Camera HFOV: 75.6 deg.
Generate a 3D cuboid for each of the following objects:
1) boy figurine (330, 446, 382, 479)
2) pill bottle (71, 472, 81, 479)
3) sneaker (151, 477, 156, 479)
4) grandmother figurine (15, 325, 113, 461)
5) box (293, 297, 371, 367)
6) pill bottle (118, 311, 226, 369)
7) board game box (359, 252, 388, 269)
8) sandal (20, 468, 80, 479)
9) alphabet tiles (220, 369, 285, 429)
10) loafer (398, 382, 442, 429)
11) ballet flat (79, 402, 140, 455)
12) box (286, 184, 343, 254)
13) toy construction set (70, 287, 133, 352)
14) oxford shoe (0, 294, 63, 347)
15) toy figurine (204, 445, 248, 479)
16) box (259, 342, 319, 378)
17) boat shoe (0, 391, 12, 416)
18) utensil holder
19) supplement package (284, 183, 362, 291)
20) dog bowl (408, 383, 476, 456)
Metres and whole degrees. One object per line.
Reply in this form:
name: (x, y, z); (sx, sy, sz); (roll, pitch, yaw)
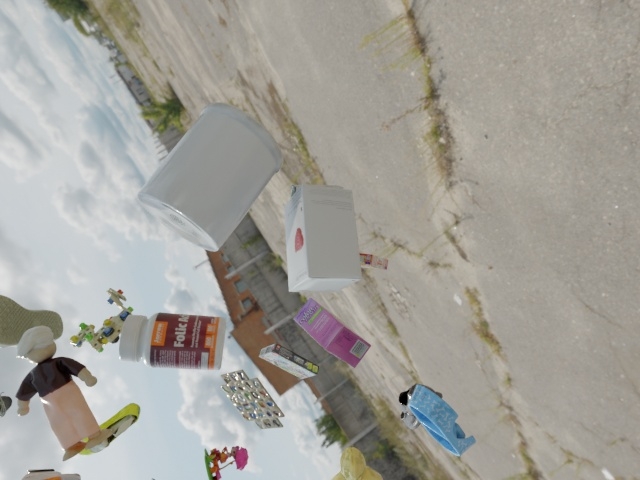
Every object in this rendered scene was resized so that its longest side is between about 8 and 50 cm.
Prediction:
boy figurine: (0.111, 0.780, 1.348); (0.092, 0.177, 0.285); (-92, -12, -53)
pill bottle: (-0.727, 0.733, 1.213); (0.083, 0.043, 0.043); (36, 159, 50)
sneaker: (-0.548, 0.853, 1.375); (0.072, 0.077, 0.178); (35, 145, -8)
grandmother figurine: (-0.686, 0.386, 1.071); (0.342, 0.208, 0.104); (65, 165, 2)
box: (0.048, 0.374, 1.684); (0.213, 0.117, 0.243); (42, 173, -39)
pill bottle: (-0.601, 0.416, 1.714); (0.224, 0.392, 0.224); (-174, 90, -79)
board game box: (0.143, 0.077, 1.595); (0.193, 0.045, 0.147); (6, 173, 32)
sandal: (-0.763, 0.634, 1.056); (0.265, 0.102, 0.076); (14, -165, -45)
alphabet tiles: (-0.324, 0.755, 1.945); (0.285, 0.011, 0.342); (-26, 101, 37)
loafer: (0.384, 0.651, 1.668); (0.130, 0.134, 0.366); (35, 149, 19)
ballet flat: (-0.705, 0.643, 1.380); (0.077, 0.231, 0.077); (27, 151, 54)
box: (-0.026, -0.085, 1.833); (0.058, 0.232, 0.322); (-145, 57, -60)
toy construction set: (-1.037, 0.397, 2.002); (0.215, 0.327, 0.151); (13, 151, 30)
oxford shoe: (-1.049, 0.282, 1.375); (0.449, 0.130, 0.169); (88, 172, -73)
toy figurine: (-0.363, 0.861, 1.621); (0.173, 0.159, 0.130); (-143, 40, -63)
box: (-0.119, 0.463, 1.578); (0.207, 0.036, 0.114); (34, 141, -20)
boat shoe: (-1.214, 0.617, 1.513); (0.095, 0.079, 0.254); (62, 174, 9)
utensil holder: (-0.362, -0.205, 1.376); (0.328, 0.385, 0.327); (27, 158, 12)
supplement package: (0.000, 0.000, 1.284); (0.177, 0.175, 0.293); (139, 130, -58)
dog bowl: (0.394, 0.600, 1.364); (0.297, 0.074, 0.166); (54, 160, -24)
